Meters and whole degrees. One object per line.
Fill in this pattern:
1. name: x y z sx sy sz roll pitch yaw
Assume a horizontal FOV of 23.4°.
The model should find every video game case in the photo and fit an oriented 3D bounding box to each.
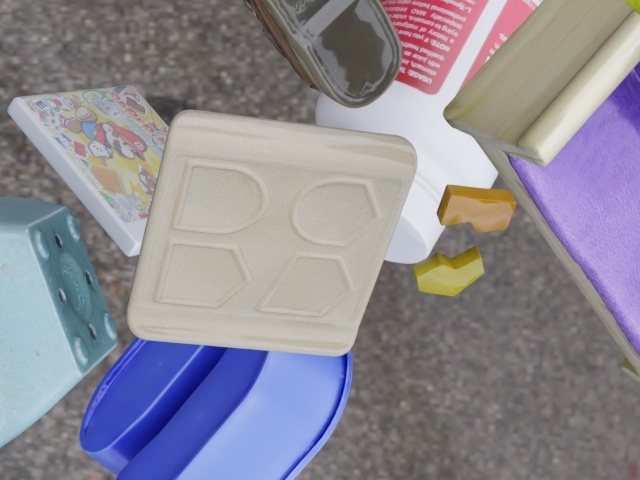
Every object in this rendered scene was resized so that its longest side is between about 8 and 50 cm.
1. video game case: -0.215 -0.085 1.748 0.026 0.227 0.206 -51 161 28

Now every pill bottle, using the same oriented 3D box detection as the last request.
1. pill bottle: 0.137 -0.186 1.820 0.229 0.229 0.408 49 62 -43

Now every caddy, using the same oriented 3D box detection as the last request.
1. caddy: -0.114 0.202 1.796 0.341 0.241 0.179 -49 130 5

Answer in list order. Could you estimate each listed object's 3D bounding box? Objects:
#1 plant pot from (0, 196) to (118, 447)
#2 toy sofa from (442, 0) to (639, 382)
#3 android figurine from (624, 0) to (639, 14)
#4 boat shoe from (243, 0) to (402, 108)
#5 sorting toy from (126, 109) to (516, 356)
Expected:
1. plant pot: -0.340 0.079 1.455 0.248 0.252 0.247 -55 125 -79
2. toy sofa: 0.265 -0.012 1.161 0.150 0.177 0.362 -46 128 -9
3. android figurine: 0.120 -0.170 0.728 0.056 0.273 0.248 -49 155 20
4. boat shoe: -0.038 -0.235 1.220 0.110 0.104 0.307 -37 132 -16
5. sorting toy: 0.000 0.000 1.335 0.307 0.041 0.229 6 126 -15
